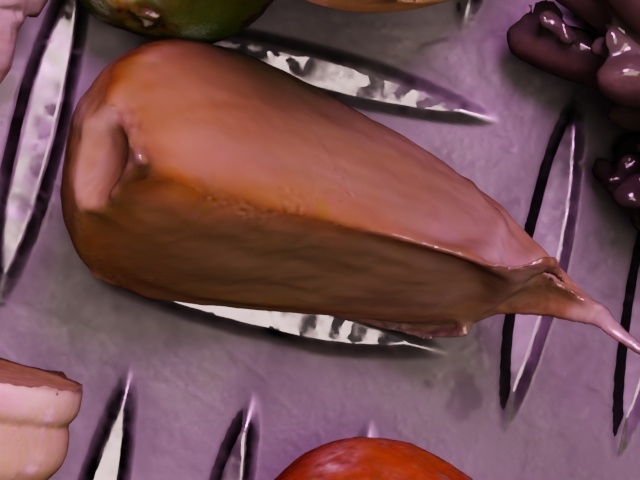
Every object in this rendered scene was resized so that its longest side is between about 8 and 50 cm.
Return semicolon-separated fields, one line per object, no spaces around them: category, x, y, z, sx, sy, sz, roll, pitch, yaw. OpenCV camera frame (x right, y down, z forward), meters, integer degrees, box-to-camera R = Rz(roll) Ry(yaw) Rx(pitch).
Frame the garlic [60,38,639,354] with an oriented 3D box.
garlic;0.006;0.000;0.926;0.338;0.196;0.151;21;100;-21

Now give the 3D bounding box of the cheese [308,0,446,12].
cheese;0.019;-0.239;0.885;0.128;0.316;0.259;-37;102;31

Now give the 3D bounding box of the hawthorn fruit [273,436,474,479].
hawthorn fruit;0.027;0.200;0.951;0.173;0.173;0.172;0;91;-15

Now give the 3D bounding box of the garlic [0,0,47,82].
garlic;-0.298;-0.164;0.829;0.322;0.241;0.322;9;72;-29

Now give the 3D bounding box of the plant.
plant;0.257;-0.090;0.988;0.181;0.194;0.320;-40;104;-15

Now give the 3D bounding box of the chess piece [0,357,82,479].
chess piece;-0.232;0.263;0.907;0.117;0.117;0.397;12;90;-15

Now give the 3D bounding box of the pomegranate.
pomegranate;-0.076;-0.198;0.930;0.143;0.122;0.169;28;87;-1
